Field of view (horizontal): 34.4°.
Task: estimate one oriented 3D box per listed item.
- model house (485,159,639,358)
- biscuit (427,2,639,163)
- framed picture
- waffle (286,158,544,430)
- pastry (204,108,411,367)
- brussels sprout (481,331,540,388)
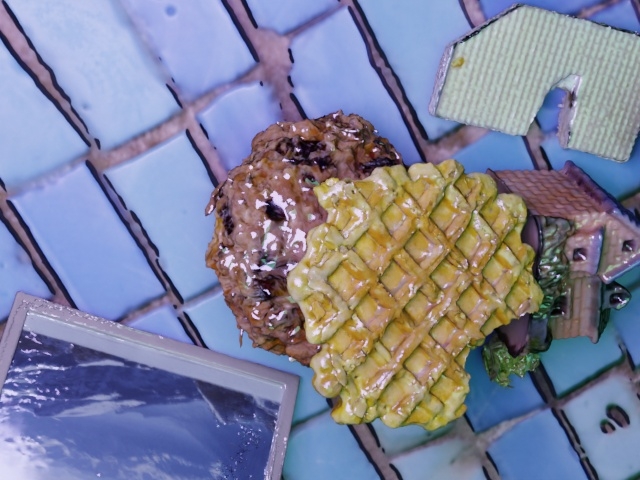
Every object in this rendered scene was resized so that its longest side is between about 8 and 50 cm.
[{"bbox_3d":[0.281,0.021,1.145,0.172,0.166,0.183,-5,118,-13],"label":"model house"},{"bbox_3d":[0.250,-0.177,1.138,0.250,0.046,0.147,10,104,-14],"label":"biscuit"},{"bbox_3d":[-0.197,0.215,1.102,0.335,0.022,0.247,19,63,-15],"label":"framed picture"},{"bbox_3d":[0.095,0.054,0.985,0.291,0.051,0.291,-3,96,-27],"label":"waffle"},{"bbox_3d":[0.000,0.000,1.083,0.274,0.193,0.275,2,82,-12],"label":"pastry"},{"bbox_3d":[0.225,0.133,1.216,0.085,0.058,0.085,-15,125,-22],"label":"brussels sprout"}]
